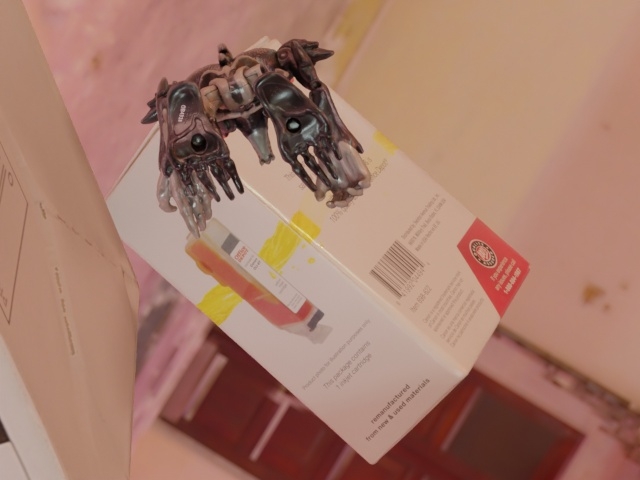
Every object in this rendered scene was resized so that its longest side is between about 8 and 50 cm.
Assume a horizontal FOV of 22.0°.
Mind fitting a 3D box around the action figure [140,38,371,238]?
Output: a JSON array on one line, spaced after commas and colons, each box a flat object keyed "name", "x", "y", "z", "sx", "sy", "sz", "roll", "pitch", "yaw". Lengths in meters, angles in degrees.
[{"name": "action figure", "x": -0.054, "y": -0.077, "z": 1.229, "sx": 0.275, "sy": 0.164, "sz": 0.141, "roll": -99, "pitch": 174, "yaw": -79}]

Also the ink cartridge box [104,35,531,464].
[{"name": "ink cartridge box", "x": 0.000, "y": 0.000, "z": 1.712, "sx": 0.160, "sy": 0.385, "sz": 0.279, "roll": -48, "pitch": 179, "yaw": 32}]

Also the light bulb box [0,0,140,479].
[{"name": "light bulb box", "x": -0.294, "y": -0.018, "z": 0.616, "sx": 0.225, "sy": 0.361, "sz": 0.358, "roll": -97, "pitch": 170, "yaw": -60}]
